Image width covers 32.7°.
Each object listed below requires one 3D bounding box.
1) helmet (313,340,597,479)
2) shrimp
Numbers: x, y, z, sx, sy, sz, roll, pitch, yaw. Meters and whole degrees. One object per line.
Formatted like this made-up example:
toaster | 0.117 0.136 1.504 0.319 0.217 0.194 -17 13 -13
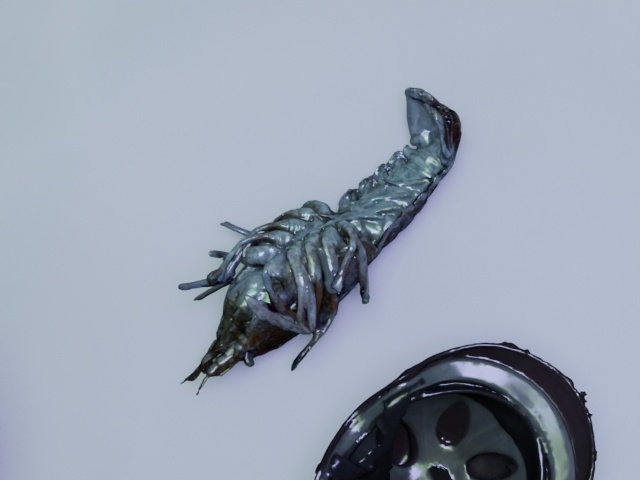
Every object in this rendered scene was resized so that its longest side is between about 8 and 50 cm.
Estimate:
helmet | 0.125 0.244 1.107 0.305 0.177 0.225 -36 82 -9
shrimp | -0.001 0.005 1.192 0.410 0.166 0.221 -36 42 -15
